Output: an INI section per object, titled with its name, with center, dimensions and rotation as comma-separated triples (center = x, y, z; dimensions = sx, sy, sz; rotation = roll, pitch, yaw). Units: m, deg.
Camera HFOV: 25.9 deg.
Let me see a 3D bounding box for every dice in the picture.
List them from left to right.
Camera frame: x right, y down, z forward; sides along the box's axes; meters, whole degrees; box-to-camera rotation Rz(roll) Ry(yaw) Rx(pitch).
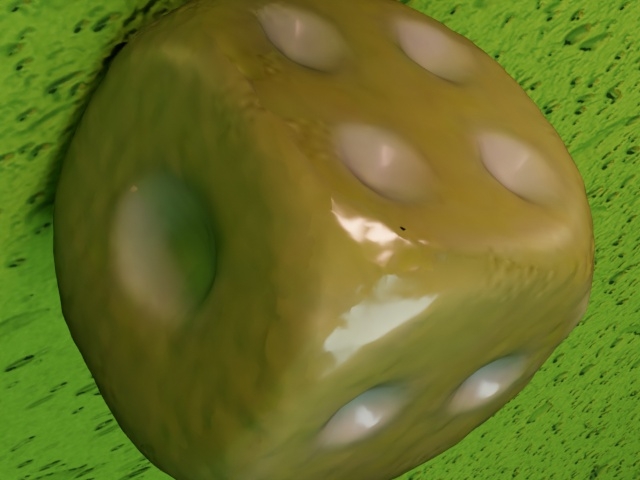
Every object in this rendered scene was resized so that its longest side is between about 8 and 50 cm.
[dice]
center = 0.000, 0.000, 0.820
dimensions = 0.233, 0.238, 0.227
rotation = -8, 143, -43
